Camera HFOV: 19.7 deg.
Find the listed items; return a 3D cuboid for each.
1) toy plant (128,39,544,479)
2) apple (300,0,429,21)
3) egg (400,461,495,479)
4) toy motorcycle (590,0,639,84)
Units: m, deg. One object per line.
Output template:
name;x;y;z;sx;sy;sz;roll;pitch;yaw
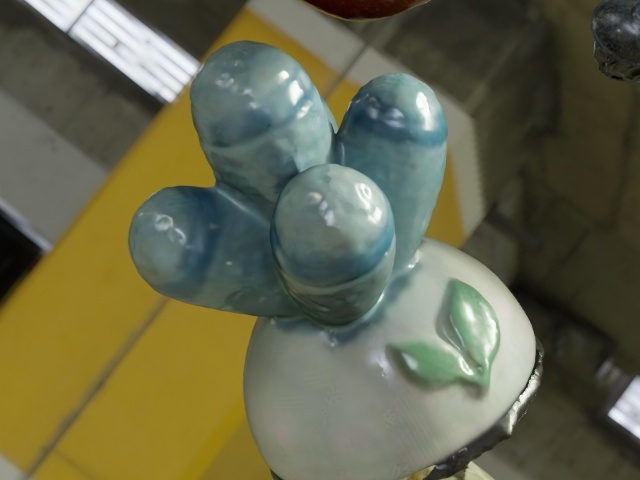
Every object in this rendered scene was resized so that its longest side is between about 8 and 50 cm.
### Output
toy plant;0.000;0.000;1.315;0.247;0.247;0.332;26;-33;55
apple;0.023;-0.230;1.203;0.168;0.181;0.181;58;-14;-17
egg;0.089;0.375;1.759;0.278;0.278;0.336;21;-54;62
toy motorcycle;0.389;-0.168;1.411;0.359;0.125;0.212;3;-22;-12
